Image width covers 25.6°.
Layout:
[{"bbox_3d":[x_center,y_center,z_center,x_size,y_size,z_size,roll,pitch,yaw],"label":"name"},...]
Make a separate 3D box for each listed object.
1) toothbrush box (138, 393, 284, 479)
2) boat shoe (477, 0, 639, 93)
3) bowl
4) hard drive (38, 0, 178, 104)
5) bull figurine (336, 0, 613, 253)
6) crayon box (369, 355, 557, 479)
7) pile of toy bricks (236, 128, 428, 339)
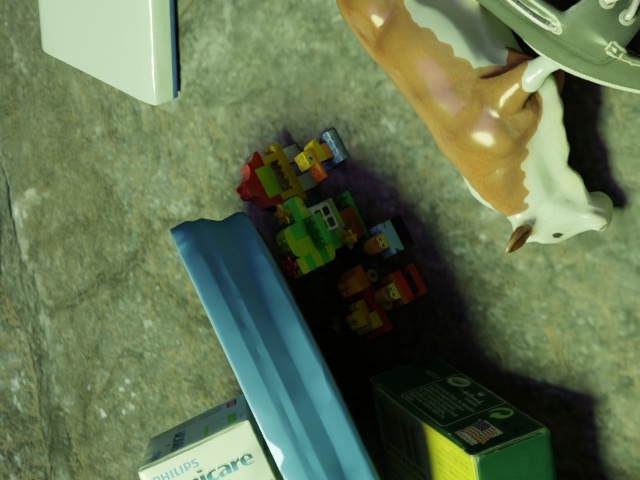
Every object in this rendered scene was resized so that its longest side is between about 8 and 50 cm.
[{"bbox_3d":[-0.067,0.314,1.403,0.283,0.122,0.206,64,177,-2],"label":"toothbrush box"},{"bbox_3d":[0.149,-0.201,0.957,0.335,0.112,0.095,31,176,9],"label":"boat shoe"},{"bbox_3d":[-0.027,0.150,1.326,0.391,0.077,0.391,64,175,10],"label":"bowl"},{"bbox_3d":[-0.231,-0.322,1.468,0.210,0.040,0.319,28,130,38],"label":"hard drive"},{"bbox_3d":[0.128,-0.138,1.107,0.310,0.101,0.188,49,136,15],"label":"bull figurine"},{"bbox_3d":[0.145,0.287,1.297,0.202,0.081,0.318,31,135,62],"label":"crayon box"},{"bbox_3d":[0.000,0.000,1.328,0.118,0.105,0.212,-31,86,52],"label":"pile of toy bricks"}]
